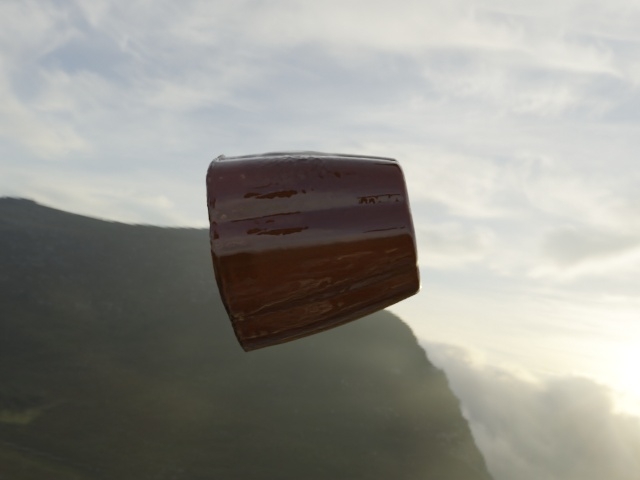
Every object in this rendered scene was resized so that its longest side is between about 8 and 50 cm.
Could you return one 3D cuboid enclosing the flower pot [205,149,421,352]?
[{"bbox_3d":[0.000,0.000,0.660,0.173,0.190,0.190,-8,-11,3],"label":"flower pot"}]
